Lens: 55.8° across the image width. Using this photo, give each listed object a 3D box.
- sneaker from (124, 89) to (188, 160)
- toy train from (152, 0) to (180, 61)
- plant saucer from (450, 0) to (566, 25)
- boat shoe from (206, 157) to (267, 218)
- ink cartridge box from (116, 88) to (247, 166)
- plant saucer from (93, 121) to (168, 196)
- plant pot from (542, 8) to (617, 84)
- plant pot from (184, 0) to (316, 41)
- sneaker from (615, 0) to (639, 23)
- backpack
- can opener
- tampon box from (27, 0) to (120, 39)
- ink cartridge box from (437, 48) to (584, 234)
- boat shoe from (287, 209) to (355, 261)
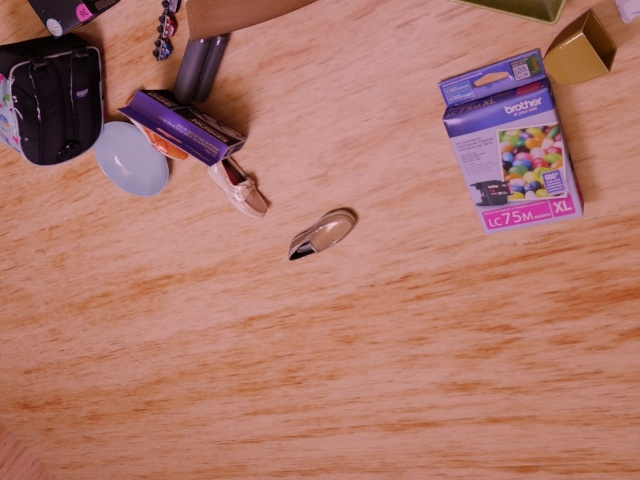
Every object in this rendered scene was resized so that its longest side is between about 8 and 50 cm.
[{"bbox_3d":[-0.348,-0.246,1.310,0.067,0.064,0.175,-33,111,27],"label":"sneaker"},{"bbox_3d":[-0.298,-0.418,1.182,0.036,0.027,0.158,21,131,-7],"label":"toy train"},{"bbox_3d":[0.295,-0.441,0.904,0.188,0.045,0.188,18,130,9],"label":"plant saucer"},{"bbox_3d":[-0.176,-0.119,1.332,0.170,0.063,0.059,44,135,-12],"label":"boat shoe"},{"bbox_3d":[-0.264,-0.229,1.194,0.206,0.208,0.045,31,108,-2],"label":"ink cartridge box"},{"bbox_3d":[-0.430,-0.192,1.399,0.195,0.037,0.195,11,128,15],"label":"plant saucer"},{"bbox_3d":[0.402,-0.293,0.952,0.081,0.081,0.083,47,140,-15],"label":"plant pot"},{"bbox_3d":[-0.094,-0.444,0.940,0.254,0.237,0.237,-8,127,-8],"label":"plant pot"},{"bbox_3d":[0.522,-0.361,0.863,0.191,0.071,0.083,-3,130,35],"label":"sneaker"},{"bbox_3d":[-0.576,-0.291,1.264,0.191,0.225,0.253,27,131,27],"label":"backpack"},{"bbox_3d":[-0.225,-0.396,1.154,0.095,0.076,0.283,54,135,22],"label":"can opener"},{"bbox_3d":[-0.493,-0.494,1.155,0.120,0.101,0.161,-16,118,32],"label":"tampon box"},{"bbox_3d":[0.342,-0.163,1.087,0.186,0.065,0.311,-12,118,29],"label":"ink cartridge box"},{"bbox_3d":[0.000,0.000,1.341,0.068,0.072,0.190,45,129,-13],"label":"boat shoe"}]
